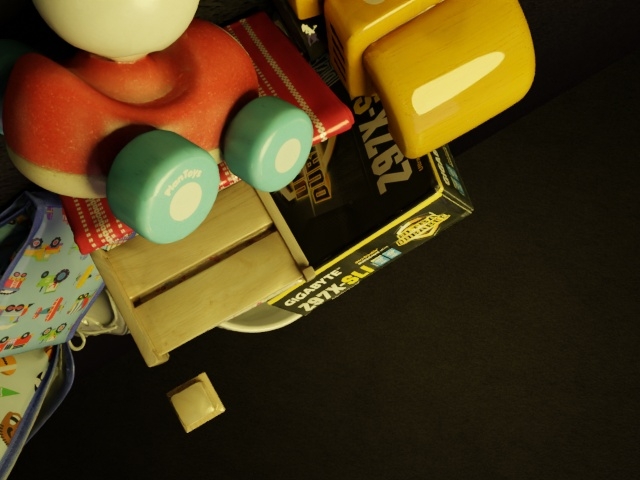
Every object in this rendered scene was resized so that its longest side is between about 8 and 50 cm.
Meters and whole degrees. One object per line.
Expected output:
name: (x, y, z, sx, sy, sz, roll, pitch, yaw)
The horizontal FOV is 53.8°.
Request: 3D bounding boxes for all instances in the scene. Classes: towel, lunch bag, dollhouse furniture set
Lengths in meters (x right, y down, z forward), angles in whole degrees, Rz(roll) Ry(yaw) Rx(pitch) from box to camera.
towel: (-0.127, -0.115, 0.612, 0.274, 0.199, 0.031, -27, 146, -9)
lunch bag: (-0.386, 0.028, 0.896, 0.293, 0.138, 0.221, -42, 168, 17)
dollhouse furniture set: (-0.094, -0.017, 0.746, 0.303, 0.356, 0.174, -28, 174, -6)
lunch bag: (-0.573, 0.277, 1.021, 0.328, 0.239, 0.385, -47, -157, 28)

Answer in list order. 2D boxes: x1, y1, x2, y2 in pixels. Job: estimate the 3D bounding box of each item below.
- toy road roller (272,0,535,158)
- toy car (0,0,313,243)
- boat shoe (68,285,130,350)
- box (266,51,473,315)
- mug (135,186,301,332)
toy road roller: (0.083, -0.218, 0.541, 0.202, 0.241, 0.329, -31, 173, 0)
toy car: (-0.127, -0.163, 0.454, 0.210, 0.219, 0.238, -32, 145, -44)
boat shoe: (-0.474, 0.142, 1.268, 0.156, 0.136, 0.367, -18, -177, -33)
box: (0.019, -0.107, 0.788, 0.257, 0.322, 0.079, -33, 142, 28)
mug: (-0.201, 0.023, 1.165, 0.374, 0.276, 0.328, 3, 174, -17)
